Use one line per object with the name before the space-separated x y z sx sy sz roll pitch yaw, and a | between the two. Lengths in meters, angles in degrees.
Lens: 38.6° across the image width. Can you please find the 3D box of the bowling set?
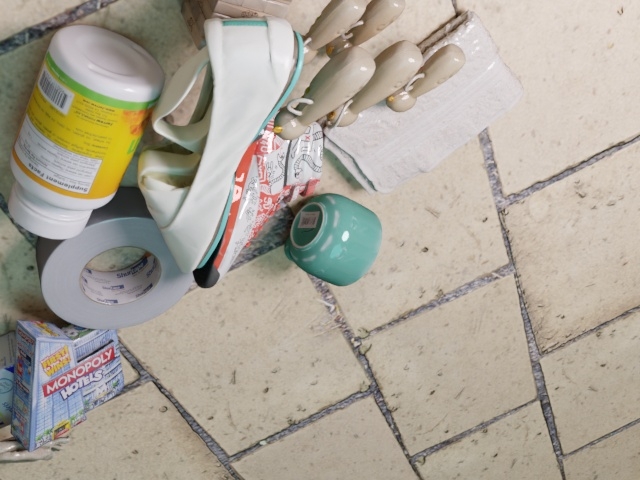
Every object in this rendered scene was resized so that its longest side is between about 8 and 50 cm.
bowling set | 0.032 -0.248 1.153 0.154 0.200 0.287 -36 165 37

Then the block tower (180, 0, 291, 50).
block tower | -0.050 -0.369 1.026 0.097 0.091 0.335 9 128 -31

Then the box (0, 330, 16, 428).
box | -0.499 0.223 1.402 0.137 0.072 0.126 -23 137 -2

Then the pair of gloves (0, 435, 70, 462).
pair of gloves | -0.527 0.333 1.446 0.204 0.042 0.240 7 163 -35

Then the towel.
towel | 0.147 -0.189 1.327 0.282 0.049 0.187 -37 137 11

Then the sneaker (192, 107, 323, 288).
sneaker | -0.081 -0.053 1.274 0.145 0.090 0.270 8 104 -34

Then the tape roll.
tape roll | -0.292 0.028 1.311 0.219 0.072 0.219 -14 136 -14

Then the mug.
mug | 0.005 0.003 1.386 0.097 0.129 0.158 27 117 -37

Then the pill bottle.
pill bottle | -0.295 -0.124 1.113 0.136 0.136 0.245 10 127 -33

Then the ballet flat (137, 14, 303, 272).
ballet flat | -0.153 -0.115 1.114 0.139 0.139 0.400 4 138 -29

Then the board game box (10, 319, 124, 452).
board game box | -0.379 0.186 1.366 0.194 0.060 0.194 -29 134 -36
